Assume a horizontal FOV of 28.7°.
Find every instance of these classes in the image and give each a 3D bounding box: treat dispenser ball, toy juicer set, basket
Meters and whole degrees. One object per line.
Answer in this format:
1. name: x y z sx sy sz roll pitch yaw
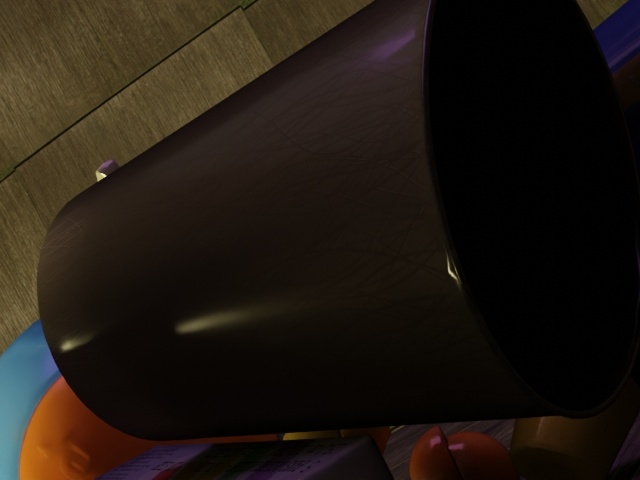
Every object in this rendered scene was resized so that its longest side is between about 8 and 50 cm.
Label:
1. treat dispenser ball: -0.134 0.177 0.983 0.288 0.288 0.288 -29 -7 -4
2. toy juicer set: 0.009 0.062 0.756 0.089 0.329 0.209 -64 5 -31
3. basket: 0.000 0.000 0.533 0.227 0.204 0.154 -20 -42 36

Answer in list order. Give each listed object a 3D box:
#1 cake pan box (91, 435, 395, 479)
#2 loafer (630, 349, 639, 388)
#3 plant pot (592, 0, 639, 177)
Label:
1. cake pan box: -0.114 0.165 0.514 0.246 0.070 0.267 -28 4 -26
2. loafer: 0.224 0.102 0.962 0.170 0.062 0.061 -26 -13 -22
3. plant pot: 0.241 -0.050 0.603 0.212 0.236 0.236 -34 -3 -31
